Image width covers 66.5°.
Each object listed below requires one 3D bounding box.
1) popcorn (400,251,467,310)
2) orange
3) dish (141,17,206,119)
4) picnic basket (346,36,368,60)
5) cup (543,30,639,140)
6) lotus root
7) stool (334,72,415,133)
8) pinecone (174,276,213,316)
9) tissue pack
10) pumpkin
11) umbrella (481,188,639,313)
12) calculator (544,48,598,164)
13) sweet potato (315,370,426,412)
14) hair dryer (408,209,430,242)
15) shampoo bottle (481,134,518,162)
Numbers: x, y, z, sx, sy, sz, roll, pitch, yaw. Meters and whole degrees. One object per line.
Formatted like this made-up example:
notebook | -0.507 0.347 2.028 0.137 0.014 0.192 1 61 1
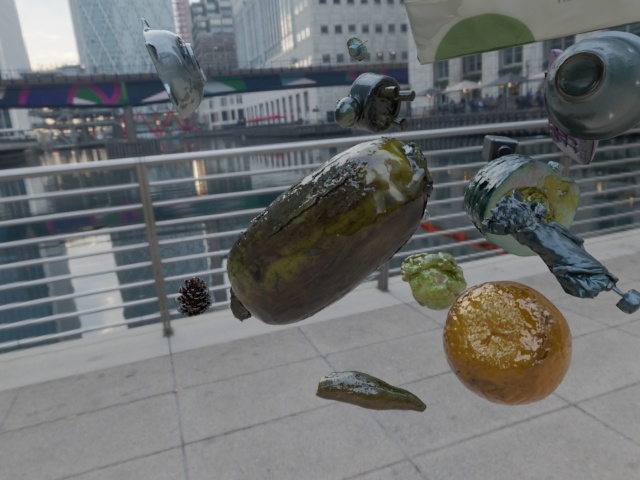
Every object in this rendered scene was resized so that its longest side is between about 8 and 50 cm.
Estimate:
popcorn | 0.428 0.142 1.832 0.212 0.259 0.259 -28 9 12
orange | 0.513 0.282 1.351 0.340 0.341 0.293 6 -15 39
dish | -0.316 -0.392 1.097 0.086 0.236 0.228 -23 -19 -4
picnic basket | 0.125 -0.659 1.681 0.065 0.083 0.083 -38 9 47
cup | 0.481 -0.283 0.870 0.199 0.199 0.150 7 10 41
lotus root | 0.000 0.000 0.731 0.397 0.179 0.196 -36 -6 24
stool | 0.146 -0.350 1.311 0.139 0.153 0.228 27 64 39
pinecone | -0.332 0.149 1.298 0.102 0.109 0.102 20 35 -15
tissue pack | 0.310 -0.432 0.716 0.356 0.194 0.266 -3 56 23
pumpkin | 0.530 -0.113 1.345 0.293 0.263 0.197 26 13 -27
umbrella | 0.503 0.030 1.028 0.143 0.094 0.349 -37 63 -20
calculator | 0.635 -0.324 1.223 0.043 0.294 0.194 -24 42 0
sweet potato | 0.113 0.330 1.070 0.243 0.077 0.077 7 15 7
hair dryer | 0.208 -0.049 1.106 0.047 0.082 0.137 13 -19 -16
shampoo bottle | 0.565 -0.285 1.541 0.080 0.079 0.246 7 16 11
